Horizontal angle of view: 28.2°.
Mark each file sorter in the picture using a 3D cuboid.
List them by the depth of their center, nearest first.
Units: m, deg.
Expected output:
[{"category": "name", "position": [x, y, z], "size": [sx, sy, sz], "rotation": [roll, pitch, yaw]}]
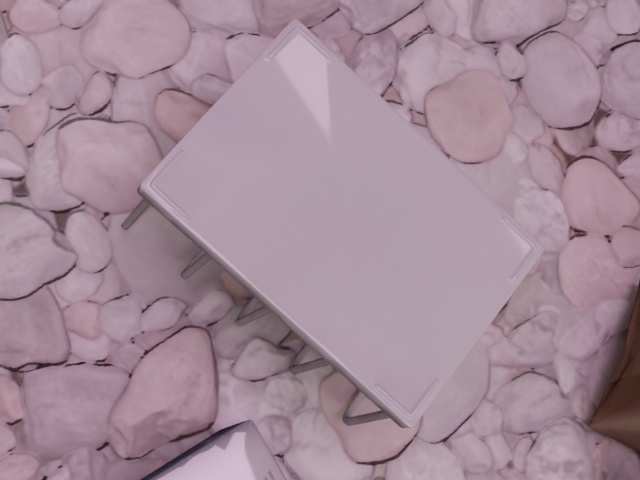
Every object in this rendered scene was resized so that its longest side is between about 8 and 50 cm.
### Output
[{"category": "file sorter", "position": [0.000, 0.000, 1.070], "size": [0.277, 0.173, 0.193], "rotation": [42, 69, -5]}]

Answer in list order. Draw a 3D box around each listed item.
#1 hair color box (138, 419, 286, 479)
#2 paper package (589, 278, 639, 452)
[{"category": "hair color box", "position": [-0.174, 0.315, 0.983], "size": [0.374, 0.113, 0.185], "rotation": [-30, 88, -21]}, {"category": "paper package", "position": [0.457, 0.147, 1.105], "size": [0.325, 0.309, 0.168], "rotation": [27, 70, -11]}]
